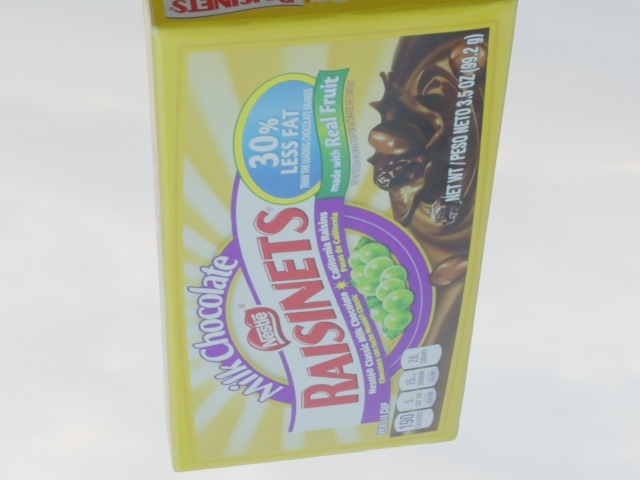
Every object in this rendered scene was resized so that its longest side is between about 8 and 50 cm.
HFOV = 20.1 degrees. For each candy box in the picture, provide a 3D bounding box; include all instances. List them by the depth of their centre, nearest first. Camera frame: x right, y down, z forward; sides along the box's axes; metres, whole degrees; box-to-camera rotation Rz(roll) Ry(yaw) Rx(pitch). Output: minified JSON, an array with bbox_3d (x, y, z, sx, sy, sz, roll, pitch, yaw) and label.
[{"bbox_3d":[0.000,0.000,0.575,0.105,0.206,0.027,-4,-133,-6],"label":"candy box"}]
